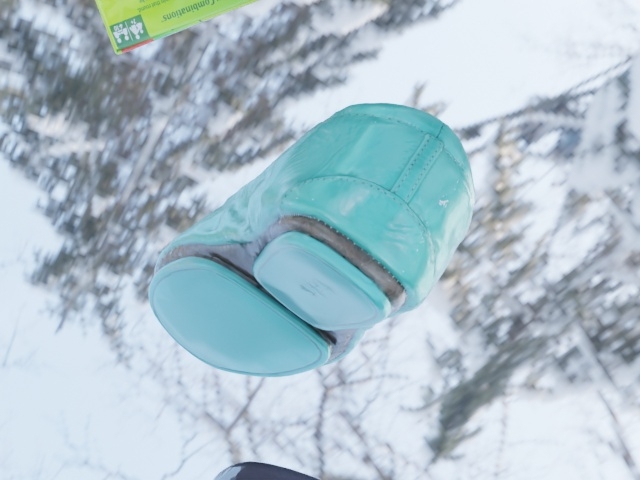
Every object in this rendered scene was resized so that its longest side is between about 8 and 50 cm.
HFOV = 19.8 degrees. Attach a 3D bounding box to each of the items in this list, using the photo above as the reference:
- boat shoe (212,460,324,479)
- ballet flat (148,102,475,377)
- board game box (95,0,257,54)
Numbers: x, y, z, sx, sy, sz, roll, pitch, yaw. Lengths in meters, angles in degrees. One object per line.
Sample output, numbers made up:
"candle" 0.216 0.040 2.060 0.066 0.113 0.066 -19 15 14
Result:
"boat shoe" 0.075 0.162 0.654 0.285 0.103 0.092 25 -139 -6
"ballet flat" 0.000 0.000 0.729 0.083 0.247 0.087 41 -109 -8
"board game box" -0.026 -0.147 0.752 0.043 0.181 0.092 -33 -76 -50
